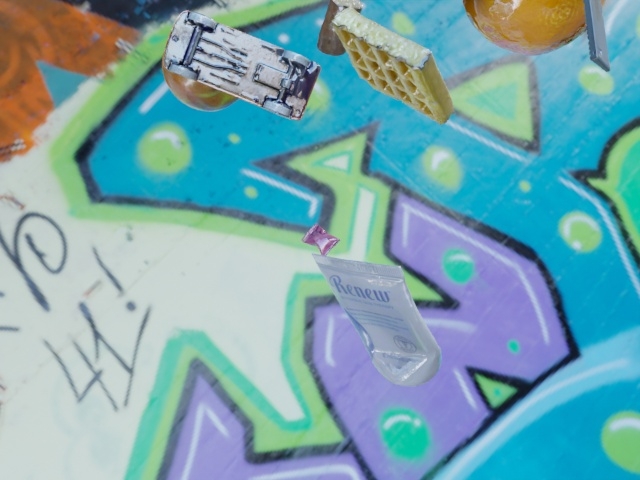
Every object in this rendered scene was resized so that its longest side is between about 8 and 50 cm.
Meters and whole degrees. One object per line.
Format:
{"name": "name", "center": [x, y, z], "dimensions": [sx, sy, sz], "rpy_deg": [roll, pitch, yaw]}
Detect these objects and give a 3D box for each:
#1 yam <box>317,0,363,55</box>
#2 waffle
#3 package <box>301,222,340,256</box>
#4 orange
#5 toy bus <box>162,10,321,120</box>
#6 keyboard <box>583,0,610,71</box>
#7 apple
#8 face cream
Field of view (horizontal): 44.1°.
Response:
{"name": "yam", "center": [0.042, -0.476, 1.743], "dimensions": [0.084, 0.084, 0.127], "rpy_deg": [-46, -19, -45]}
{"name": "waffle", "center": [0.154, -0.358, 1.634], "dimensions": [0.055, 0.248, 0.221], "rpy_deg": [-51, -30, -5]}
{"name": "package", "center": [0.000, 0.000, 1.819], "dimensions": [0.059, 0.083, 0.029], "rpy_deg": [-48, -32, -9]}
{"name": "orange", "center": [0.360, -0.439, 1.334], "dimensions": [0.246, 0.246, 0.246], "rpy_deg": [-47, -1, -1]}
{"name": "toy bus", "center": [-0.174, -0.382, 1.749], "dimensions": [0.153, 0.329, 0.142], "rpy_deg": [-108, 39, -83]}
{"name": "keyboard", "center": [0.403, -0.337, 1.164], "dimensions": [0.014, 0.176, 0.055], "rpy_deg": [-14, -18, 39]}
{"name": "apple", "center": [-0.309, -0.481, 2.143], "dimensions": [0.246, 0.226, 0.246], "rpy_deg": [-33, -29, -21]}
{"name": "face cream", "center": [0.154, 0.182, 1.775], "dimensions": [0.235, 0.420, 0.137], "rpy_deg": [10, 52, 40]}
